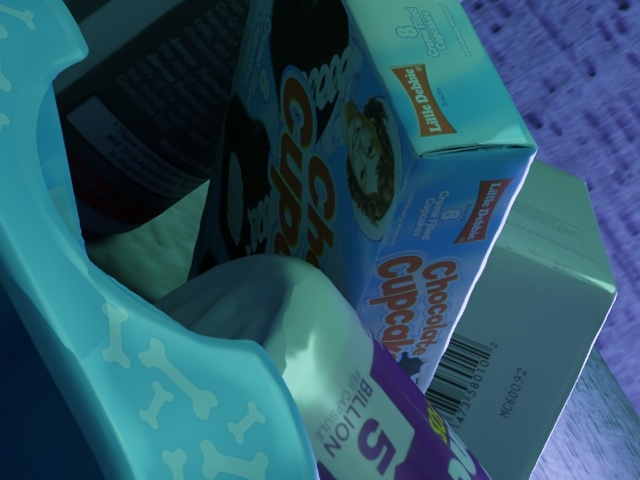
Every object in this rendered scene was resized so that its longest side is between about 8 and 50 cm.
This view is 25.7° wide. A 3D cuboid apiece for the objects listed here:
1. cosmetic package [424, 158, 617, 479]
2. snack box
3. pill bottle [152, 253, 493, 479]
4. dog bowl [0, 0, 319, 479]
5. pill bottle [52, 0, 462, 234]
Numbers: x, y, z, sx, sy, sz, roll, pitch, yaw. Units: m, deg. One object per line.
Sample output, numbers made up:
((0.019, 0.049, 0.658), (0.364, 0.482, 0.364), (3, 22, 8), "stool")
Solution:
((0.091, 0.043, 0.990), (0.155, 0.197, 0.365), (23, 16, 3), "cosmetic package")
((0.000, 0.000, 0.697), (0.322, 0.060, 0.187), (108, -31, -47), "snack box")
((0.019, 0.165, 0.585), (0.301, 0.169, 0.169), (51, 14, -20), "pill bottle")
((-0.122, 0.031, 0.443), (0.297, 0.166, 0.074), (59, 25, 13), "dog bowl")
((-0.034, -0.180, 0.789), (0.210, 0.363, 0.210), (52, 14, -18), "pill bottle")
